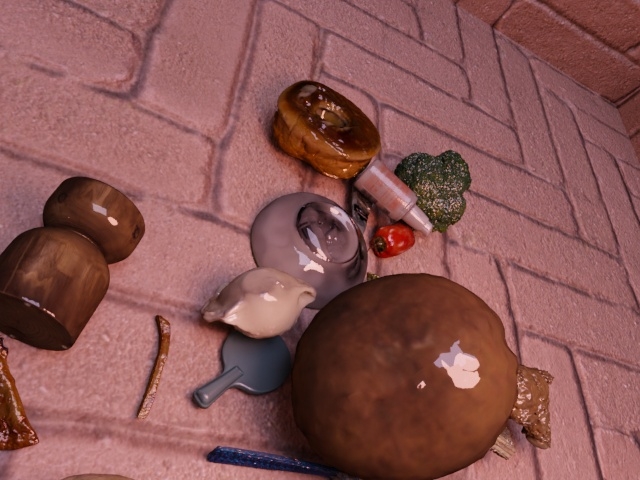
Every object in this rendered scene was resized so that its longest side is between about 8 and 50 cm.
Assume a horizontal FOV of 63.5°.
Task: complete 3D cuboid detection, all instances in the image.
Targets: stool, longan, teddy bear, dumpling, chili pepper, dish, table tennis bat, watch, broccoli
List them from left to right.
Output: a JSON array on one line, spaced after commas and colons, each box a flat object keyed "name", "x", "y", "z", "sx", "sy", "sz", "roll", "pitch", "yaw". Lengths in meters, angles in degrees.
[{"name": "stool", "x": -0.453, "y": 0.039, "z": 0.917, "sx": 0.179, "sy": 0.179, "sz": 0.264, "roll": 31, "pitch": 49, "yaw": -14}, {"name": "table tennis bat", "x": -0.159, "y": 0.264, "z": 1.065, "sx": 0.153, "sy": 0.040, "sz": 0.244, "roll": 50, "pitch": 43, "yaw": 10}, {"name": "dumpling", "x": -0.134, "y": 0.123, "z": 1.100, "sx": 0.258, "sy": 0.193, "sz": 0.147, "roll": -12, "pitch": 107, "yaw": -27}, {"name": "watch", "x": -0.049, "y": 0.493, "z": 0.979, "sx": 0.274, "sy": 0.068, "sz": 0.276, "roll": -8, "pitch": 66, "yaw": -32}, {"name": "dish", "x": 0.000, "y": 0.000, "z": 1.284, "sx": 0.324, "sy": 0.124, "sz": 0.324, "roll": 17, "pitch": 54, "yaw": -24}, {"name": "chili pepper", "x": 0.186, "y": 0.005, "z": 1.436, "sx": 0.192, "sy": 0.084, "sz": 0.086, "roll": -19, "pitch": 57, "yaw": -45}, {"name": "longan", "x": 0.160, "y": 0.266, "z": 1.039, "sx": 0.436, "sy": 0.404, "sz": 0.404, "roll": -18, "pitch": 66, "yaw": 5}, {"name": "broccoli", "x": 0.332, "y": -0.148, "z": 1.563, "sx": 0.269, "sy": 0.261, "sz": 0.241, "roll": 67, "pitch": 11, "yaw": 14}, {"name": "teddy bear", "x": 0.470, "y": 0.371, "z": 1.261, "sx": 0.256, "sy": 0.156, "sz": 0.267, "roll": 15, "pitch": 29, "yaw": -49}]

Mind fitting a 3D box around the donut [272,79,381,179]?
[{"name": "donut", "x": 0.007, "y": -0.307, "z": 1.469, "sx": 0.330, "sy": 0.160, "sz": 0.330, "roll": 23, "pitch": 36, "yaw": -18}]

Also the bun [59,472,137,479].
[{"name": "bun", "x": -0.315, "y": 0.497, "z": 0.684, "sx": 0.365, "sy": 0.219, "sz": 0.365, "roll": 15, "pitch": 58, "yaw": -25}]

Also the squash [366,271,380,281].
[{"name": "squash", "x": 0.193, "y": 0.146, "z": 1.345, "sx": 0.200, "sy": 0.090, "sz": 0.075, "roll": 40, "pitch": 38, "yaw": -4}]

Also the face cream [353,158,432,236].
[{"name": "face cream", "x": 0.215, "y": -0.108, "z": 1.438, "sx": 0.252, "sy": 0.101, "sz": 0.101, "roll": 42, "pitch": 47, "yaw": -2}]

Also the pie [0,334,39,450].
[{"name": "pie", "x": -0.526, "y": 0.253, "z": 0.826, "sx": 0.088, "sy": 0.033, "sz": 0.191, "roll": -19, "pitch": 78, "yaw": -32}]

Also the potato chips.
[{"name": "potato chips", "x": -0.314, "y": 0.237, "z": 0.985, "sx": 0.037, "sy": 0.026, "sz": 0.204, "roll": 16, "pitch": 54, "yaw": -21}]

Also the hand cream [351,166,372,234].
[{"name": "hand cream", "x": 0.116, "y": -0.128, "z": 1.496, "sx": 0.075, "sy": 0.052, "sz": 0.248, "roll": 36, "pitch": 47, "yaw": -27}]

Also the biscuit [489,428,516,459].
[{"name": "biscuit", "x": 0.357, "y": 0.413, "z": 1.260, "sx": 0.250, "sy": 0.046, "sz": 0.147, "roll": 37, "pitch": 14, "yaw": -1}]
